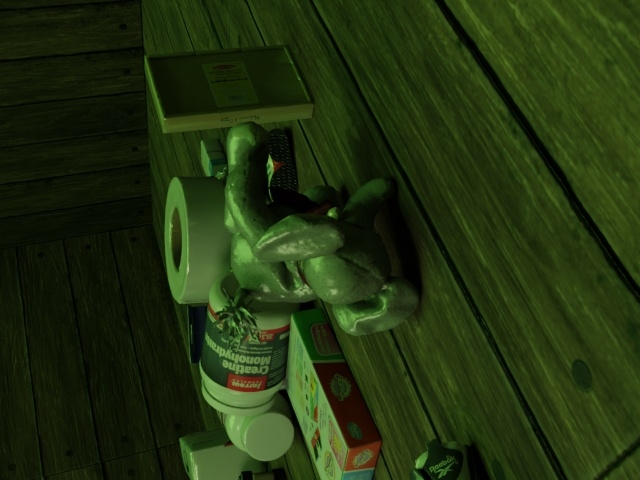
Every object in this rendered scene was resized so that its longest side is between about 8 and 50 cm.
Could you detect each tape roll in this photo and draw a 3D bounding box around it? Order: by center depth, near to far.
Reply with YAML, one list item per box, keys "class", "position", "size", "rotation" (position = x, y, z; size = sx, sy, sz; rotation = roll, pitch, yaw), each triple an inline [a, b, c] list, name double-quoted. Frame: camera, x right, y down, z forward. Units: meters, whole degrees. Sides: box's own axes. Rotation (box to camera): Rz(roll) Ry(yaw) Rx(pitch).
- class: "tape roll"
  position: [-0.281, -0.003, 1.737]
  size: [0.286, 0.100, 0.286]
  rotation: [179, 90, -68]

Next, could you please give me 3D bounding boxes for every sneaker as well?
- class: "sneaker"
  position: [0.170, 0.322, 0.935]
  size: [0.235, 0.094, 0.153]
  rotation: [148, 103, -82]
- class: "sneaker"
  position: [-0.080, -0.149, 1.542]
  size: [0.075, 0.057, 0.161]
  rotation: [-100, 4, -73]

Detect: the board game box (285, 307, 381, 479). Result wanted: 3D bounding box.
- class: "board game box"
  position: [0.014, 0.327, 1.479]
  size: [0.242, 0.064, 0.316]
  rotation: [97, 156, -44]

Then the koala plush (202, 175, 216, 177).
- class: "koala plush"
  position: [-0.273, -0.050, 1.992]
  size: [0.203, 0.196, 0.221]
  rotation: [-124, 26, -76]

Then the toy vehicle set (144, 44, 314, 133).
- class: "toy vehicle set"
  position: [-0.163, -0.272, 1.356]
  size: [0.035, 0.267, 0.166]
  rotation: [104, 151, -50]

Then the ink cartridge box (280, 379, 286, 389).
- class: "ink cartridge box"
  position: [-0.115, 0.173, 1.808]
  size: [0.186, 0.065, 0.311]
  rotation: [-132, 37, -58]

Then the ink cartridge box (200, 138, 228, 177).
- class: "ink cartridge box"
  position: [-0.300, -0.218, 2.172]
  size: [0.088, 0.052, 0.122]
  rotation: [98, 154, -44]

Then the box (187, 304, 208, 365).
- class: "box"
  position: [-0.262, 0.233, 1.812]
  size: [0.225, 0.037, 0.136]
  rotation: [54, -151, -73]

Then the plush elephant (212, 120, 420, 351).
- class: "plush elephant"
  position: [0.000, 0.000, 1.085]
  size: [0.272, 0.255, 0.330]
  rotation: [45, -128, -43]

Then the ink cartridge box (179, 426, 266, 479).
- class: "ink cartridge box"
  position: [-0.317, 0.687, 2.453]
  size: [0.306, 0.226, 0.131]
  rotation: [157, 103, -73]

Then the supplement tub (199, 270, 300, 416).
- class: "supplement tub"
  position: [-0.154, 0.216, 1.629]
  size: [0.191, 0.191, 0.272]
  rotation: [-124, 39, -52]

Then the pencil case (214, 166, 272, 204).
- class: "pencil case"
  position: [-0.165, -0.076, 1.726]
  size: [0.273, 0.114, 0.124]
  rotation: [-132, 28, -58]

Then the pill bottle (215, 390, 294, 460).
- class: "pill bottle"
  position: [-0.169, 0.434, 1.942]
  size: [0.301, 0.169, 0.169]
  rotation: [-151, 53, -68]

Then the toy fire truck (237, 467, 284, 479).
- class: "toy fire truck"
  position: [-0.143, 0.776, 2.137]
  size: [0.217, 0.159, 0.246]
  rotation: [114, 152, -60]

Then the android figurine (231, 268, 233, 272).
- class: "android figurine"
  position: [-0.242, 0.146, 2.197]
  size: [0.273, 0.056, 0.248]
  rotation: [-138, 41, -60]
